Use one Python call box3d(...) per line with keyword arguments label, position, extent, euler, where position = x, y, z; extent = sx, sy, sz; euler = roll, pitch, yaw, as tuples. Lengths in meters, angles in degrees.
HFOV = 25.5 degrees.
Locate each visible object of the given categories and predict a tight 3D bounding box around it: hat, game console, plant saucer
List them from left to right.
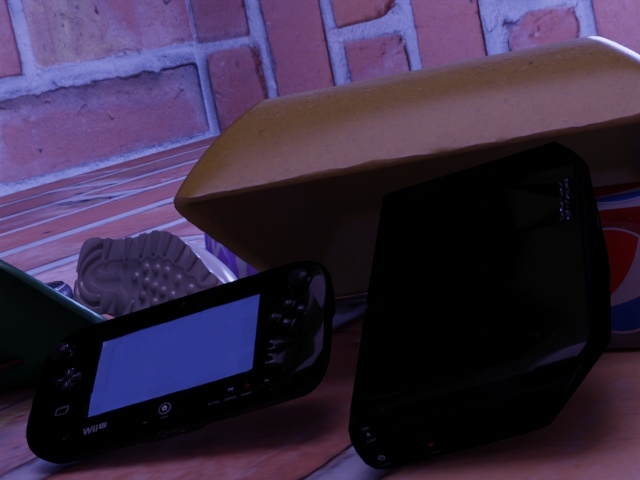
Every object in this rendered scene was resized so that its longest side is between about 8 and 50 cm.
box3d(label="hat", position=(-0.264, 0.109, 1.065), extent=(0.208, 0.183, 0.173), euler=(31, -11, -10))
box3d(label="game console", position=(-0.012, 0.058, 0.805), extent=(0.361, 0.044, 0.213), euler=(-18, 30, 18))
box3d(label="plant saucer", position=(0.099, -0.048, 1.009), extent=(0.333, 0.081, 0.333), euler=(-9, -15, 12))

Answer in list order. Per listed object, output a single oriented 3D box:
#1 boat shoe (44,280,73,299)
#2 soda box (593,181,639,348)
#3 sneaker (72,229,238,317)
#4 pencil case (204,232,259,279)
box3d(label="boat shoe", position=(-0.312, 0.061, 1.319), extent=(0.075, 0.065, 0.206), euler=(-4, 11, 41))
box3d(label="soda box", position=(0.232, 0.008, 0.838), extent=(0.263, 0.092, 0.083), euler=(-6, 11, 34))
box3d(label="sneaker", position=(-0.114, 0.040, 1.152), extent=(0.095, 0.090, 0.235), euler=(15, 0, -35))
box3d(label="pencil case", position=(0.000, 0.000, 1.225), extent=(0.206, 0.088, 0.086), euler=(-15, 2, -14))
